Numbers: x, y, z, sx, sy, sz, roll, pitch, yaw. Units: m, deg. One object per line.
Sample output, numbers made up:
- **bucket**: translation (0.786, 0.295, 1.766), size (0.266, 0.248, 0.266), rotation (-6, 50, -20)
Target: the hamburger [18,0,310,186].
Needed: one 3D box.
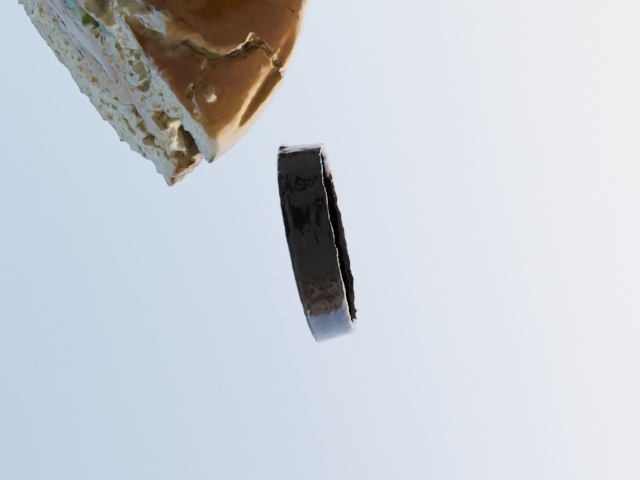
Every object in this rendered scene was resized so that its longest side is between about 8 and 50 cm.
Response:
- **hamburger**: translation (-0.103, -0.186, 0.535), size (0.156, 0.144, 0.283), rotation (-36, -84, -17)

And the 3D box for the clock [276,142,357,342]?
- **clock**: translation (0.000, 0.000, 0.865), size (0.040, 0.185, 0.185), rotation (-11, -133, 6)
